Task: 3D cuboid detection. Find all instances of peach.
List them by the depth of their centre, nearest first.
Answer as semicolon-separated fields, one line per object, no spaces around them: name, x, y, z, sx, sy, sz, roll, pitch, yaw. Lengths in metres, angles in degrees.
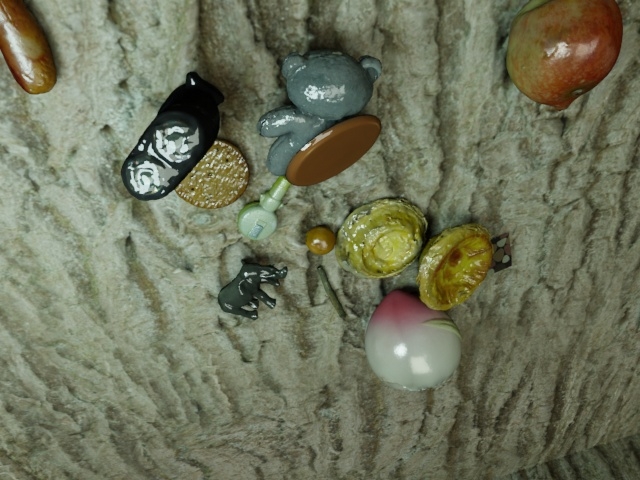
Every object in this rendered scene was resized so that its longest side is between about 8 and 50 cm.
peach;0.524;-0.403;0.974;0.232;0.232;0.256;-25;117;4

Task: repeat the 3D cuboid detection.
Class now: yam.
yam;0.031;0.163;1.384;0.027;0.029;0.234;-51;133;-30

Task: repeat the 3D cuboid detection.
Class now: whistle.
whistle;-0.134;-0.081;1.141;0.104;0.057;0.198;26;117;-29

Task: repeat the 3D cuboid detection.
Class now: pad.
pad;0.505;0.074;1.454;0.235;0.003;0.158;-23;128;2

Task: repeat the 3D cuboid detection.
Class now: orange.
orange;0.000;0.000;1.224;0.085;0.085;0.085;-7;127;-10

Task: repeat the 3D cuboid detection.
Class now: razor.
razor;-0.267;-0.202;0.853;0.107;0.327;0.189;37;110;-26

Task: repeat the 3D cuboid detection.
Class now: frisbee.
frisbee;0.032;-0.198;1.026;0.251;0.021;0.251;-29;167;-8

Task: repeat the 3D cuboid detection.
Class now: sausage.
sausage;-0.570;-0.402;0.783;0.103;0.076;0.302;-21;127;11

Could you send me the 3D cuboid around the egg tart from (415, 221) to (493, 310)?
egg tart;0.377;0.066;1.317;0.295;0.116;0.294;-16;124;-26

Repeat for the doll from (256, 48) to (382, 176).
doll;-0.024;-0.280;0.990;0.246;0.158;0.340;-5;155;-24

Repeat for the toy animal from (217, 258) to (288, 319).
toy animal;-0.190;0.139;1.251;0.146;0.114;0.245;29;114;-31

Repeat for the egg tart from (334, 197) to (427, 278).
egg tart;0.179;0.010;1.267;0.279;0.095;0.278;-7;125;-10

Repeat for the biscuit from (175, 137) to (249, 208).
biscuit;-0.262;-0.159;1.070;0.188;0.027;0.187;-6;125;-9

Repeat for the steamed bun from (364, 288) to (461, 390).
steamed bun;0.274;0.287;1.393;0.310;0.309;0.309;-7;127;-10
